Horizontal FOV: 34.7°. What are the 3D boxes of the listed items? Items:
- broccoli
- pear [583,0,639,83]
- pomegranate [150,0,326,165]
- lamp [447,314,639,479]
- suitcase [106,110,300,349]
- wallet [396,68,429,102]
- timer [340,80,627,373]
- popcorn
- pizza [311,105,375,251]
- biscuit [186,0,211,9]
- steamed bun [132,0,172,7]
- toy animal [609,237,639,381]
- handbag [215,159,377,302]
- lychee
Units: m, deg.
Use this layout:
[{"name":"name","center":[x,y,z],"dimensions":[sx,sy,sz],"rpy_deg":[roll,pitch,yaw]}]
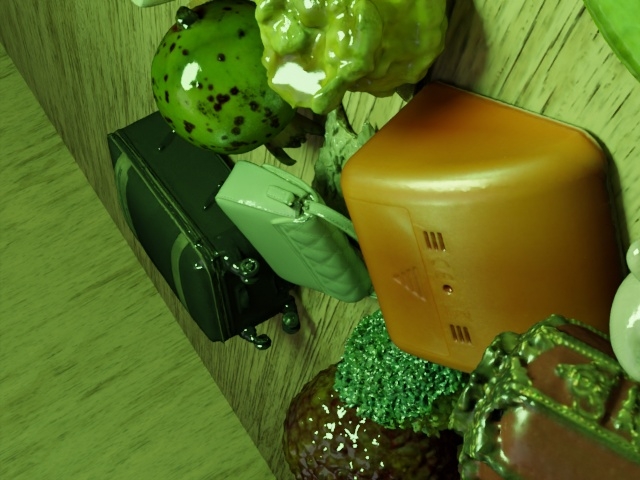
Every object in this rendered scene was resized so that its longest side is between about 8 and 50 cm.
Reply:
[{"name":"broccoli","center":[0.138,0.161,1.263],"dimensions":[0.219,0.194,0.194],"rpy_deg":[-7,114,46]},{"name":"pear","center":[0.239,-0.155,0.445],"dimensions":[0.238,0.164,0.255],"rpy_deg":[25,147,45]},{"name":"pomegranate","center":[-0.087,-0.197,1.261],"dimensions":[0.198,0.245,0.198],"rpy_deg":[-25,60,55]},{"name":"lamp","center":[0.242,0.175,0.823],"dimensions":[0.274,0.177,0.177],"rpy_deg":[26,150,17]},{"name":"suitcase","center":[-0.211,-0.022,1.793],"dimensions":[0.434,0.194,0.283],"rpy_deg":[51,160,31]},{"name":"wallet","center":[0.051,-0.224,1.042],"dimensions":[0.176,0.026,0.095],"rpy_deg":[49,153,26]},{"name":"timer","center":[0.169,0.005,0.958],"dimensions":[0.250,0.161,0.258],"rpy_deg":[15,134,45]},{"name":"popcorn","center":[0.018,-0.213,0.921],"dimensions":[0.197,0.155,0.198],"rpy_deg":[25,121,51]},{"name":"pizza","center":[0.043,-0.069,1.288],"dimensions":[0.181,0.034,0.262],"rpy_deg":[52,160,27]},{"name":"biscuit","center":[-0.141,-0.276,1.479],"dimensions":[0.184,0.027,0.133],"rpy_deg":[60,164,1]},{"name":"steamed bun","center":[-0.162,-0.384,1.087],"dimensions":[0.155,0.200,0.250],"rpy_deg":[48,156,35]},{"name":"toy animal","center":[0.272,0.030,0.695],"dimensions":[0.124,0.124,0.212],"rpy_deg":[55,165,17]},{"name":"handbag","center":[0.000,0.000,1.313],"dimensions":[0.219,0.079,0.256],"rpy_deg":[21,162,30]},{"name":"lychee","center":[0.074,0.279,1.416],"dimensions":[0.261,0.260,0.261],"rpy_deg":[51,160,27]}]
